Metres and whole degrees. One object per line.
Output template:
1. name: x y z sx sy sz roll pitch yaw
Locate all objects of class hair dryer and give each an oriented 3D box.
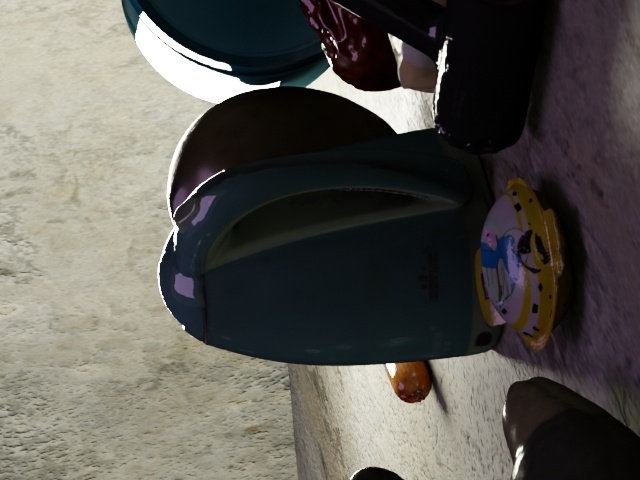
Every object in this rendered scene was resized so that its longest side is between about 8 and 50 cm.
1. hair dryer: 0.076 -0.201 1.524 0.089 0.251 0.197 -54 -18 -30

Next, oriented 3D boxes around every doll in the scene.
1. doll: 0.183 0.279 1.456 0.379 0.252 0.382 -59 28 22

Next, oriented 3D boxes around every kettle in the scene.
1. kettle: 0.000 0.000 1.816 0.319 0.342 0.247 94 166 -57

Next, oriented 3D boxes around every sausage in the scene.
1. sausage: 0.093 0.115 2.347 0.348 0.053 0.053 -109 13 -57

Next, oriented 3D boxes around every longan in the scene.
1. longan: -0.027 -0.043 2.135 0.319 0.318 0.319 172 90 -83

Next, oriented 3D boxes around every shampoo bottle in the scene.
1. shampoo bottle: -0.090 -0.350 2.176 0.342 0.331 0.331 145 117 -84

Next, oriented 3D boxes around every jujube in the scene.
1. jujube: 0.045 -0.279 1.924 0.155 0.155 0.230 105 151 -72

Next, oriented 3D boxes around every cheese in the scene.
1. cheese: 0.175 0.029 1.572 0.250 0.064 0.157 122 141 -75

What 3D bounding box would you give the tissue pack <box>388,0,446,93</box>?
1. tissue pack: 0.107 -0.267 1.666 0.222 0.090 0.186 100 162 -66
